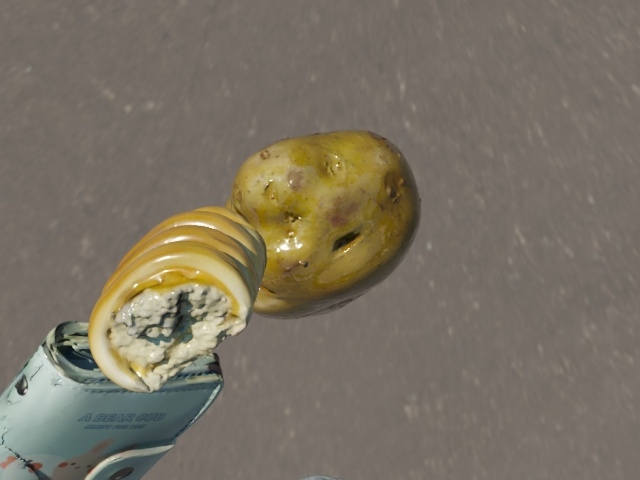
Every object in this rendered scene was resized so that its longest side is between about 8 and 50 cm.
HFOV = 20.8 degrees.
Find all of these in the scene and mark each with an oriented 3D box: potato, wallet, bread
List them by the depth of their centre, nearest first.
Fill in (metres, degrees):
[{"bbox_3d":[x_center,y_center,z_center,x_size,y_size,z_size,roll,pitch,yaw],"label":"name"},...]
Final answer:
[{"bbox_3d":[-0.100,0.035,1.213,0.119,0.177,0.084,-40,100,16],"label":"bread"},{"bbox_3d":[-0.205,0.159,1.411,0.250,0.176,0.075,-48,55,35],"label":"wallet"},{"bbox_3d":[0.000,0.000,1.716,0.176,0.369,0.195,24,79,6],"label":"potato"}]

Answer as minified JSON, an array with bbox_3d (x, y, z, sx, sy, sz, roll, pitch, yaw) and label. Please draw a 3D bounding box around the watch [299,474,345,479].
[{"bbox_3d":[-0.039,0.266,1.176,0.068,0.206,0.193,28,136,20],"label":"watch"}]
